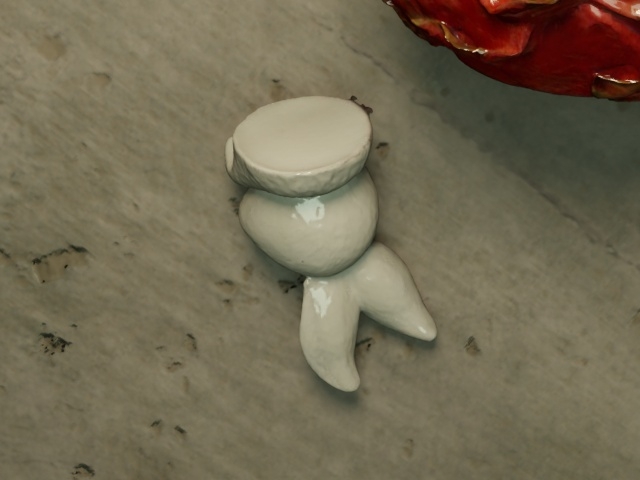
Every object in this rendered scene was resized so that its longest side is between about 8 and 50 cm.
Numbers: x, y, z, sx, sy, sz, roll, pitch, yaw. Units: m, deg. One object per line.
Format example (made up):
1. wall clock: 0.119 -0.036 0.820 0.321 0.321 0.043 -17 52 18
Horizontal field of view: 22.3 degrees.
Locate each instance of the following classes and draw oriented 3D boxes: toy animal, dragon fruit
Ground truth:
1. toy animal: 0.001 -0.003 1.206 0.103 0.131 0.221 -34 133 -23
2. dragon fruit: 0.181 -0.221 1.039 0.342 0.277 0.277 -1 110 -39
